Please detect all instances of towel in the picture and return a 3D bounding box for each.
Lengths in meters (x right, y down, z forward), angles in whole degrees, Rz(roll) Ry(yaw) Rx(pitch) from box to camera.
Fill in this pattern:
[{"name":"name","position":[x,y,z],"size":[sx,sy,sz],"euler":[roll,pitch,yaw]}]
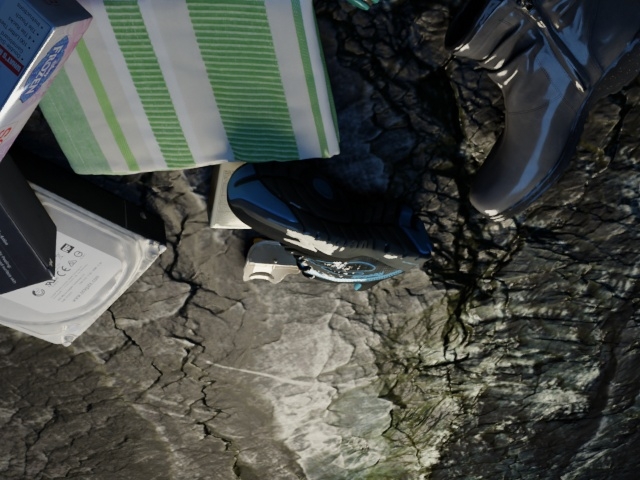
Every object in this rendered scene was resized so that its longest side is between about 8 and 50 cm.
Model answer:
[{"name":"towel","position":[-0.153,-0.174,0.954],"size":[0.325,0.038,0.248],"euler":[-4,138,8]}]

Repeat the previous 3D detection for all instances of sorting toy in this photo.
[{"name":"sorting toy","position":[-0.076,0.036,1.233],"size":[0.083,0.045,0.075],"euler":[5,139,-21]}]

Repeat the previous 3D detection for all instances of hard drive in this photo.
[{"name":"hard drive","position":[-0.395,-0.003,1.087],"size":[0.339,0.064,0.237],"euler":[31,119,-36]}]

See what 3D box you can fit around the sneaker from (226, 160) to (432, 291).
[{"name":"sneaker","position":[0.000,0.000,1.133],"size":[0.341,0.125,0.139],"euler":[20,133,-43]}]

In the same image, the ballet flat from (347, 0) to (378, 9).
[{"name":"ballet flat","position":[-0.027,-0.321,0.875],"size":[0.247,0.083,0.087],"euler":[21,101,-32]}]

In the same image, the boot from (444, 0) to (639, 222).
[{"name":"boot","position":[0.229,-0.194,1.054],"size":[0.222,0.118,0.338],"euler":[21,114,-28]}]

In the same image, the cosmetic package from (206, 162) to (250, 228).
[{"name":"cosmetic package","position":[-0.108,-0.070,1.115],"size":[0.060,0.041,0.115],"euler":[2,133,-18]}]

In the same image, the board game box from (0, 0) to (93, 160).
[{"name":"board game box","position":[-0.407,-0.184,0.777],"size":[0.318,0.066,0.318],"euler":[44,117,-1]}]

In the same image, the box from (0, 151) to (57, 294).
[{"name":"box","position":[-0.397,-0.015,0.962],"size":[0.158,0.093,0.156],"euler":[-16,135,2]}]
